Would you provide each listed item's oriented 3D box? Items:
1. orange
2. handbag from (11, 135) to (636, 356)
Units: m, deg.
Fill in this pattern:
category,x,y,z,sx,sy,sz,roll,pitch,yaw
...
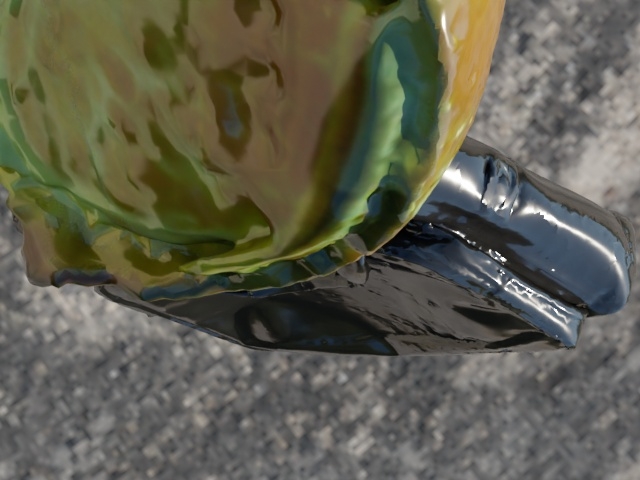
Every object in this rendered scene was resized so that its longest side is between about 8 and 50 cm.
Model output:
category,x,y,z,sx,sy,sz,roll,pitch,yaw
orange,-0.057,-0.147,0.540,0.196,0.334,0.262,-28,142,-20
handbag,0.000,0.000,0.867,0.244,0.275,0.088,25,70,-48
